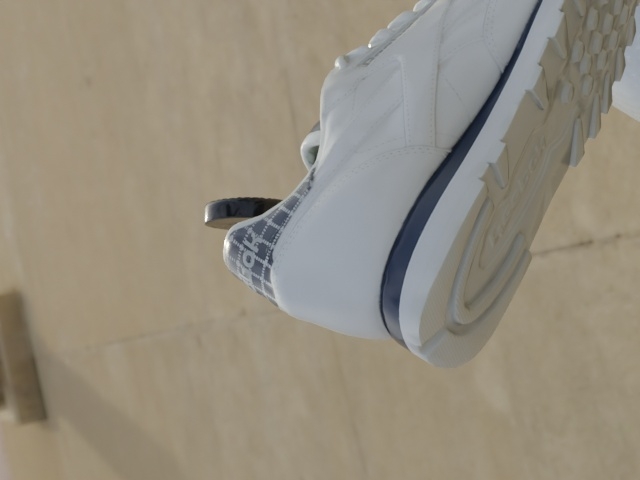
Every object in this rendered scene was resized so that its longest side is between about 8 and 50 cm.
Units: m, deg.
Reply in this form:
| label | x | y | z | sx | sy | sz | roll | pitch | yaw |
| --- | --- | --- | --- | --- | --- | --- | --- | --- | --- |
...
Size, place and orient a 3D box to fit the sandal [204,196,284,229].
| label | x | y | z | sx | sy | sz | roll | pitch | yaw |
| --- | --- | --- | --- | --- | --- | --- | --- | --- | --- |
| sandal | 0.000 | 0.000 | 0.861 | 0.067 | 0.179 | 0.040 | -9 | 83 | 38 |

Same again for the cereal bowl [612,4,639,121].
| label | x | y | z | sx | sy | sz | roll | pitch | yaw |
| --- | --- | --- | --- | --- | --- | --- | --- | --- | --- |
| cereal bowl | 0.331 | -0.238 | 1.110 | 0.141 | 0.339 | 0.339 | -105 | 7 | -81 |

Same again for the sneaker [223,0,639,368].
| label | x | y | z | sx | sy | sz | roll | pitch | yaw |
| --- | --- | --- | --- | --- | --- | --- | --- | --- | --- |
| sneaker | 0.054 | -0.063 | 0.560 | 0.094 | 0.235 | 0.090 | 15 | 144 | 30 |
